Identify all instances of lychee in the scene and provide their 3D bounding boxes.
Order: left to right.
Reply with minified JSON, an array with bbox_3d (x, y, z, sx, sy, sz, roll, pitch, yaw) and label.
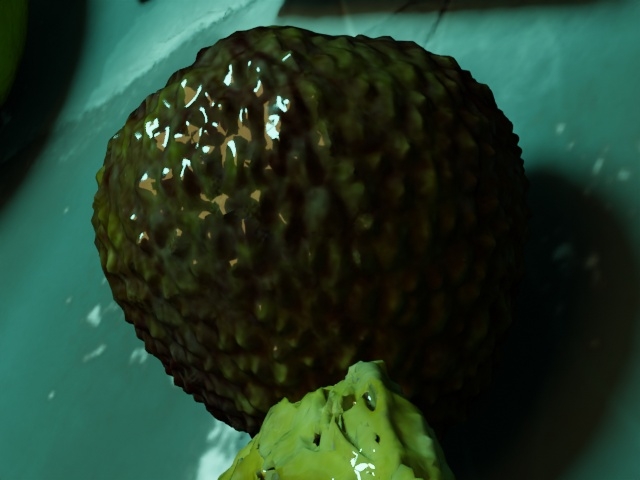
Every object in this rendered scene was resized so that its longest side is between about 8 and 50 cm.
[{"bbox_3d":[-0.001,-0.005,0.760,0.194,0.194,0.194,-30,42,32],"label":"lychee"}]

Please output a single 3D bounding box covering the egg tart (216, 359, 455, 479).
[{"bbox_3d":[0.026,0.188,0.595,0.297,0.132,0.297,-169,90,-75],"label":"egg tart"}]

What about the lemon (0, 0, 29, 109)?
[{"bbox_3d":[-0.312,-0.152,1.184,0.253,0.253,0.310,-29,50,32],"label":"lemon"}]
